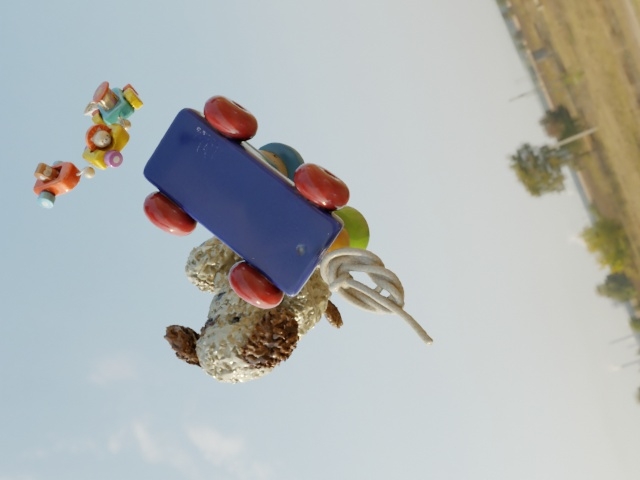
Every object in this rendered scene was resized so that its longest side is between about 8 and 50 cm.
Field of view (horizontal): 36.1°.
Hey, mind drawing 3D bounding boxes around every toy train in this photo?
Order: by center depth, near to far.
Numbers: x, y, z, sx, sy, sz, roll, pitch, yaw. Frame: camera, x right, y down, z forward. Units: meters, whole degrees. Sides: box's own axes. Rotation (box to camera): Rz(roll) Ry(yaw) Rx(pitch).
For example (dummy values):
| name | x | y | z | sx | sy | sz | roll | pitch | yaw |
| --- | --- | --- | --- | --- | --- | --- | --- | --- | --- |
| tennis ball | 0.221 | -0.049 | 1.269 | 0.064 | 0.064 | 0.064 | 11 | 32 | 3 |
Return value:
| name | x | y | z | sx | sy | sz | roll | pitch | yaw |
| --- | --- | --- | --- | --- | --- | --- | --- | --- | --- |
| toy train | 0.000 | 0.000 | 0.726 | 0.248 | 0.105 | 0.143 | 38 | -167 | 18 |
| toy train | -0.266 | -0.118 | 1.099 | 0.046 | 0.125 | 0.166 | 49 | -137 | -40 |

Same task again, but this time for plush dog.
| name | x | y | z | sx | sy | sz | roll | pitch | yaw |
| --- | --- | --- | --- | --- | --- | --- | --- | --- | --- |
| plush dog | -0.083 | 0.102 | 1.331 | 0.210 | 0.262 | 0.225 | 54 | -131 | -19 |
